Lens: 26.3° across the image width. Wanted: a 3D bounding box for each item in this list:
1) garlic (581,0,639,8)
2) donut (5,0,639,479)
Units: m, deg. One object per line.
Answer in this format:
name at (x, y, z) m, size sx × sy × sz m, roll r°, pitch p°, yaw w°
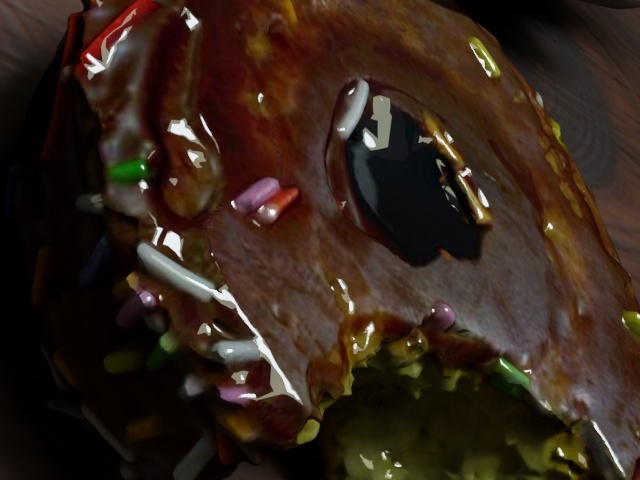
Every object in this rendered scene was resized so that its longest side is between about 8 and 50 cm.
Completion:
garlic at (0.123, -0.242, 0.648) m, size 0.292 × 0.210 × 0.237 m, roll 28°, pitch 37°, yaw -48°
donut at (0.001, 0.000, 0.428) m, size 0.230 × 0.096 × 0.216 m, roll 7°, pitch 55°, yaw -45°
